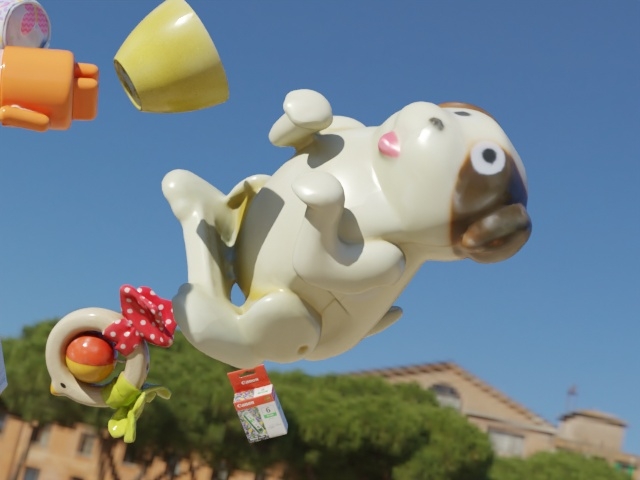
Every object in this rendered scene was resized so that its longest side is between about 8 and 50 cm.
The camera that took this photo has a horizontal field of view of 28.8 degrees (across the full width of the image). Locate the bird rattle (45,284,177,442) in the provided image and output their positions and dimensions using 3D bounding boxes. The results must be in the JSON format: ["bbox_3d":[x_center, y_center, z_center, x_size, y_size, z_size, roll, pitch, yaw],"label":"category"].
[{"bbox_3d":[-0.326,0.182,1.931,0.207,0.143,0.253,8,-61,3],"label":"bird rattle"}]

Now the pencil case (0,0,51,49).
[{"bbox_3d":[-0.585,-0.366,2.097,0.273,0.113,0.124,14,-36,30],"label":"pencil case"}]

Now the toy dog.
[{"bbox_3d":[0.062,-0.010,1.529,0.408,0.284,0.395,-32,-53,24],"label":"toy dog"}]

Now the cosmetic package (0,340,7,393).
[{"bbox_3d":[-0.727,0.146,2.399,0.156,0.385,0.217,-5,17,4],"label":"cosmetic package"}]

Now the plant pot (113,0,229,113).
[{"bbox_3d":[-0.178,-0.198,1.422,0.095,0.134,0.134,-30,-9,-16],"label":"plant pot"}]

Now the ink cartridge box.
[{"bbox_3d":[-0.097,0.250,1.904,0.063,0.029,0.115,-15,-67,9],"label":"ink cartridge box"}]

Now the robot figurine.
[{"bbox_3d":[-0.455,-0.236,1.930,0.219,0.158,0.128,3,-12,-11],"label":"robot figurine"}]
